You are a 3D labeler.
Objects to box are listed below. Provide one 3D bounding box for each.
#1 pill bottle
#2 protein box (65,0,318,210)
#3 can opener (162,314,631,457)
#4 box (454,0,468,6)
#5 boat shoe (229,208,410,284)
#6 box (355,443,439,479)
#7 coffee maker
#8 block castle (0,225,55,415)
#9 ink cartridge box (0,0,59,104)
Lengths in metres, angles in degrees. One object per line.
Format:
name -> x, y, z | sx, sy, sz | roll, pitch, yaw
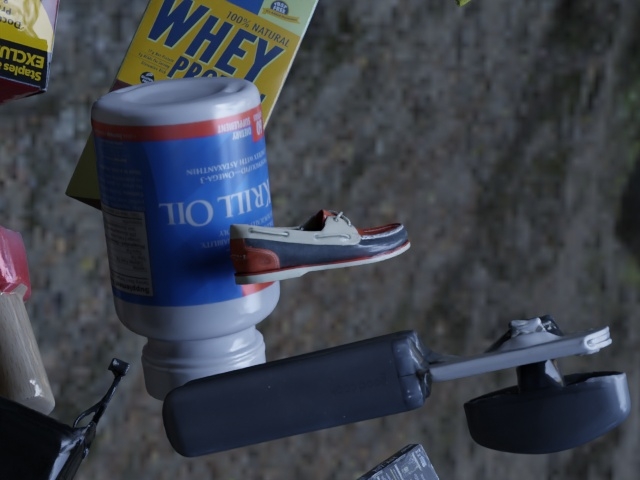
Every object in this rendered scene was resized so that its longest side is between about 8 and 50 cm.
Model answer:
pill bottle -> -0.094, 0.000, 1.406 | 0.124, 0.124, 0.221 | -67, 152, -72
protein box -> -0.117, -0.127, 1.727 | 0.200, 0.136, 0.201 | 134, -21, -69
can opener -> 0.048, 0.106, 1.199 | 0.076, 0.283, 0.095 | -16, 93, -80
box -> 0.184, -0.279, 1.497 | 0.087, 0.232, 0.058 | 59, -4, 7
boat shoe -> 0.000, 0.000, 1.353 | 0.049, 0.137, 0.043 | 178, -97, -67
box -> 0.068, 0.210, 1.504 | 0.083, 0.067, 0.018 | 62, -27, -8
coffee maker -> -0.254, 0.128, 1.327 | 0.171, 0.178, 0.120 | -60, 177, -38
block castle -> -0.467, 0.108, 1.529 | 0.303, 0.453, 0.213 | -46, -123, 43
ink cartridge box -> -0.415, -0.232, 1.850 | 0.130, 0.309, 0.272 | -10, -109, 55
